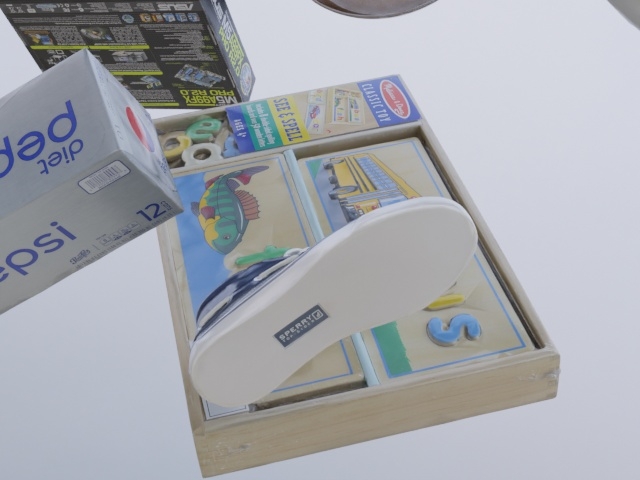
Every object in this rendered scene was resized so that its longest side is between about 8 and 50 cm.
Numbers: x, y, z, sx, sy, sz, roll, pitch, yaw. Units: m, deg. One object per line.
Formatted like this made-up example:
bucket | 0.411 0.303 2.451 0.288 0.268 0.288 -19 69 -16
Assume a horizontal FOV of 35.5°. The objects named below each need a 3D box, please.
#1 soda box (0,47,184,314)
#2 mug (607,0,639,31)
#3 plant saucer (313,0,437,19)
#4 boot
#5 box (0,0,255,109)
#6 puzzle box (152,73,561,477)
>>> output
soda box | -0.245 -0.007 0.683 0.286 0.098 0.091 -28 -31 8
mug | 0.211 -0.266 0.621 0.374 0.328 0.276 58 -24 12
plant saucer | 0.101 -0.452 1.500 0.310 0.311 0.050 9 -21 18
boot | 0.000 0.021 0.606 0.190 0.086 0.069 -30 -66 7
box | -0.240 -0.254 1.266 0.270 0.060 0.216 3 -30 16
puzzle box | 0.000 0.000 0.853 0.272 0.409 0.052 -11 -49 -8
